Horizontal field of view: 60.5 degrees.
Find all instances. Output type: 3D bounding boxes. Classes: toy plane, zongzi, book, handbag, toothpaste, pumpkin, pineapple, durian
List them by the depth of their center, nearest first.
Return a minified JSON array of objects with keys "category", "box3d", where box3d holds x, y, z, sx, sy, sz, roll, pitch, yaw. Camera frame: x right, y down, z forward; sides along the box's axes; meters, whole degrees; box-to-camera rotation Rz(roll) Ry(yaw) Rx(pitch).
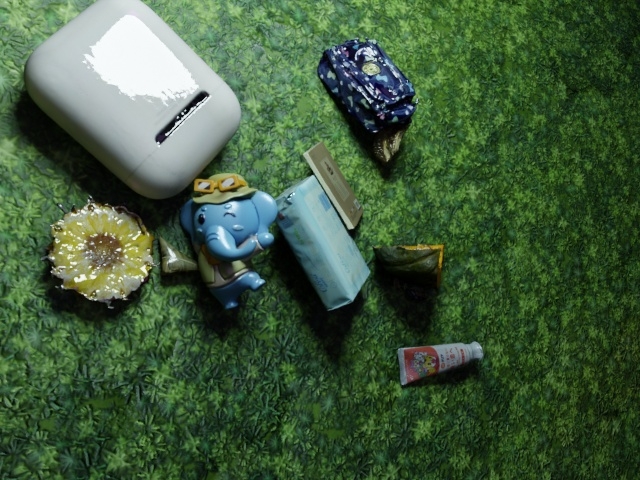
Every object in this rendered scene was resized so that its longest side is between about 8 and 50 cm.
[{"category":"pineapple","box3d":[-0.409,0.019,1.019,0.221,0.047,0.221,7,77,-31]},{"category":"zongzi","box3d":[-0.282,0.029,1.095,0.076,0.040,0.083,2,65,-36]},{"category":"book","box3d":[0.034,-0.129,1.258,0.198,0.016,0.138,58,23,-10]},{"category":"handbag","box3d":[0.119,-0.380,1.308,0.162,0.113,0.260,-25,70,-31]},{"category":"pumpkin","box3d":[0.213,0.059,1.328,0.278,0.163,0.111,-9,102,-74]},{"category":"durian","box3d":[0.170,-0.253,1.354,0.071,0.110,0.140,32,66,4]},{"category":"toy plane","box3d":[0.229,0.125,1.367,0.121,0.031,0.049,19,69,-28]},{"category":"toothpaste","box3d":[0.296,0.297,1.373,0.234,0.057,0.089,-5,88,-22]}]

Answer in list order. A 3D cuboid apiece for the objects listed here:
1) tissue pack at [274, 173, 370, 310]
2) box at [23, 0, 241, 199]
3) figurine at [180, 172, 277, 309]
[{"category":"tissue pack","box3d":[0.000,0.000,1.187,0.263,0.089,0.177,62,26,-10]},{"category":"box","box3d":[-0.340,-0.270,1.039,0.349,0.141,0.288,44,64,-17]},{"category":"figurine","box3d":[-0.171,-0.006,1.085,0.154,0.180,0.261,-12,80,-50]}]
